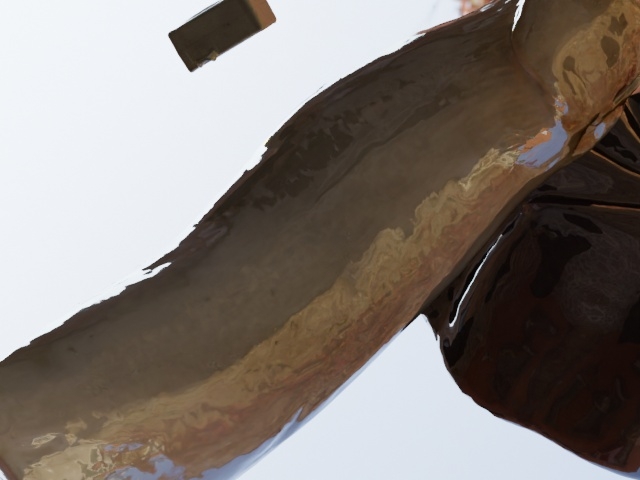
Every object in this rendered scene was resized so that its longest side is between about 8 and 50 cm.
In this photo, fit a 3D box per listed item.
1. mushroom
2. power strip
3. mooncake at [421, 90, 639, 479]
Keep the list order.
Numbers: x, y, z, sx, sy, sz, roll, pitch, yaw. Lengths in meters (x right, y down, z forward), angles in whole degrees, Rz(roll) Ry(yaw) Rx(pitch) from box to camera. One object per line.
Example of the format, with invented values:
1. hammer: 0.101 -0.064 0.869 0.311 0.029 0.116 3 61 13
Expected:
1. mushroom: 0.001 -0.001 0.851 0.397 0.177 0.126 -39 -100 -16
2. power strip: -0.080 -0.184 1.452 0.075 0.175 0.042 -30 -82 9
3. mooncake: 0.225 0.017 1.132 0.306 0.154 0.306 13 -143 -10
